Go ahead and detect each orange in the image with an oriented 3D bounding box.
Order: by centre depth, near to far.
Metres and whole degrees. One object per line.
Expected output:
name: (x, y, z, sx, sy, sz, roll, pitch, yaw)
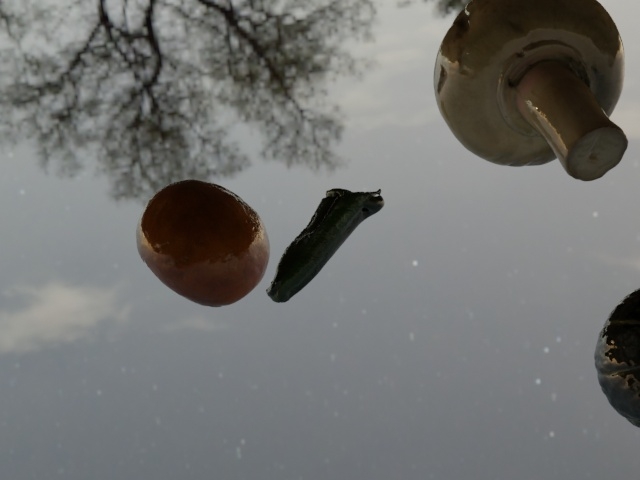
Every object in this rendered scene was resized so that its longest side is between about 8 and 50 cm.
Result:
orange: (-0.236, 0.003, 2.244, 0.284, 0.226, 0.284, 35, -169, -8)

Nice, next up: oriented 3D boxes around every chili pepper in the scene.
chili pepper: (-0.002, -0.002, 1.536, 0.216, 0.062, 0.108, -47, -168, -8)

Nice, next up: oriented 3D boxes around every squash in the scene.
squash: (0.572, 0.192, 1.784, 0.252, 0.252, 0.165, -12, 177, -14)

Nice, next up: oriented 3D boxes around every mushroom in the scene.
mushroom: (0.366, -0.251, 1.794, 0.356, 0.315, 0.315, 41, -140, 13)
